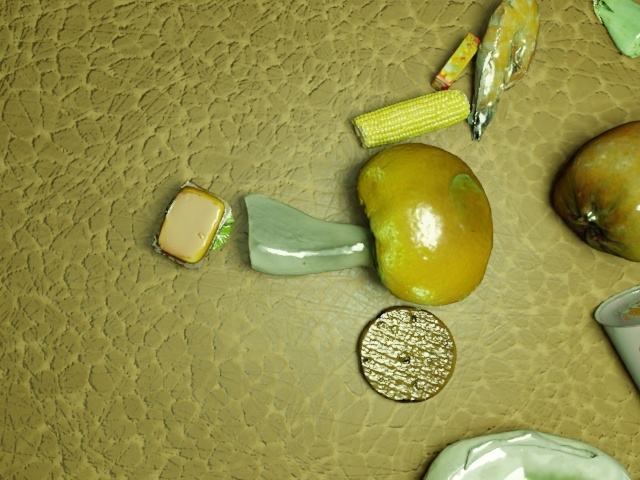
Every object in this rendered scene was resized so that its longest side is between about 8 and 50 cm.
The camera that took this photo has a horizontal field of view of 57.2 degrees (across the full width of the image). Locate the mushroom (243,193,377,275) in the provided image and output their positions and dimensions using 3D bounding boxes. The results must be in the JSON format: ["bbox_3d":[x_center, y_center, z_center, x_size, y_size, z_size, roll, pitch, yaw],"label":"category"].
[{"bbox_3d":[0.000,0.000,1.196,0.328,0.122,0.159,6,97,-4],"label":"mushroom"}]

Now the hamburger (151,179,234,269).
[{"bbox_3d":[-0.256,-0.025,1.198,0.137,0.087,0.166,29,88,-3],"label":"hamburger"}]

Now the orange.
[{"bbox_3d":[0.210,-0.040,1.141,0.262,0.196,0.335,-5,82,-22],"label":"orange"}]

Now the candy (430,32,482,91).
[{"bbox_3d":[0.290,-0.377,1.254,0.038,0.062,0.122,37,87,1],"label":"candy"}]

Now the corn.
[{"bbox_3d":[0.193,-0.257,1.234,0.248,0.081,0.081,-17,89,-3],"label":"corn"}]

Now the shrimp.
[{"bbox_3d":[0.392,-0.363,1.249,0.164,0.062,0.317,6,106,-33],"label":"shrimp"}]

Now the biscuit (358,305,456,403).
[{"bbox_3d":[0.184,0.240,1.239,0.212,0.036,0.212,0,89,-4],"label":"biscuit"}]

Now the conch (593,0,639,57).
[{"bbox_3d":[0.674,-0.478,1.278,0.105,0.079,0.170,-33,83,-19],"label":"conch"}]

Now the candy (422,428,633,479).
[{"bbox_3d":[0.402,0.561,1.166,0.426,0.186,0.386,24,78,0],"label":"candy"}]

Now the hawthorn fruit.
[{"bbox_3d":[0.634,-0.114,1.169,0.300,0.268,0.268,-38,90,-13],"label":"hawthorn fruit"}]

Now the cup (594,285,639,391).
[{"bbox_3d":[0.720,0.250,1.206,0.203,0.203,0.289,-25,96,-4],"label":"cup"}]
